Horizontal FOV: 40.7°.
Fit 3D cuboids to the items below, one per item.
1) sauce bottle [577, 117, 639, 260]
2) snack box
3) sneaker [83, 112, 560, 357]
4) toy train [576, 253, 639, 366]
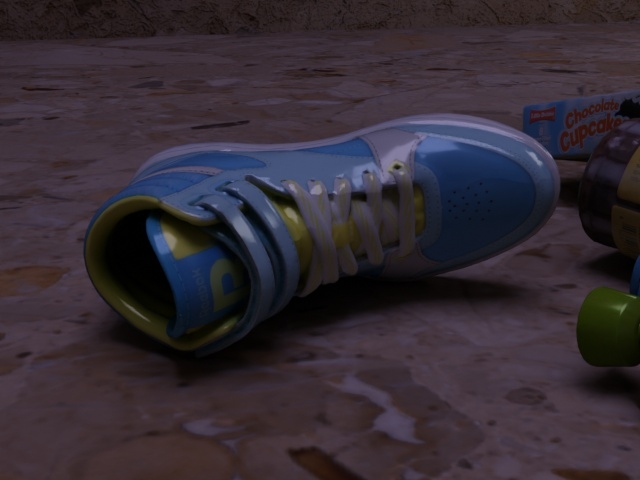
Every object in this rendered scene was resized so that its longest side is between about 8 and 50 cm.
[{"bbox_3d":[0.339,0.006,0.559,0.111,0.111,0.344,-15,29,-36],"label":"sauce bottle"},{"bbox_3d":[0.354,-0.100,0.765,0.187,0.060,0.322,2,2,-26],"label":"snack box"},{"bbox_3d":[0.000,0.000,0.560,0.319,0.127,0.208,-6,17,11],"label":"sneaker"},{"bbox_3d":[0.198,0.055,0.453,0.248,0.105,0.143,-20,17,-41],"label":"toy train"}]
